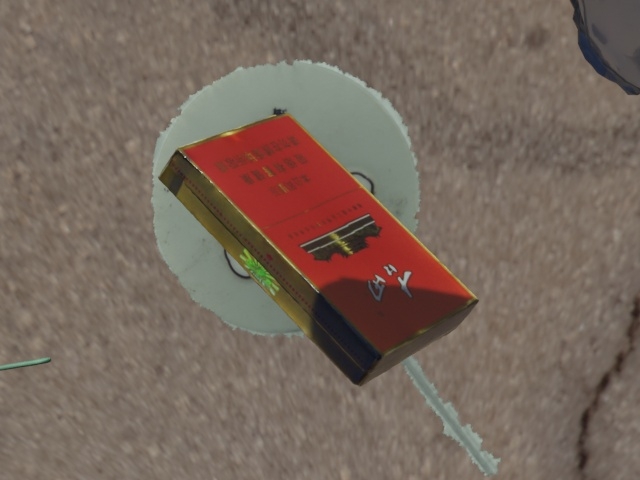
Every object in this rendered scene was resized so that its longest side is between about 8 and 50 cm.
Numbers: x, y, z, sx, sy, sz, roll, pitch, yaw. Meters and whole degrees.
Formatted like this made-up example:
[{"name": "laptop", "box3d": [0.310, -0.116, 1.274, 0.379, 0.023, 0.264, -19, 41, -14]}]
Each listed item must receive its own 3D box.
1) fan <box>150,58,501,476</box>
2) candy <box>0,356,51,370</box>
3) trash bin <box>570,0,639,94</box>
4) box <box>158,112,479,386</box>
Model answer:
[{"name": "fan", "box3d": [0.015, 0.025, 1.080, 0.191, 0.009, 0.329, -37, 81, 9]}, {"name": "candy", "box3d": [-0.214, 0.084, 1.045, 0.083, 0.023, 0.025, -9, 116, 0]}, {"name": "trash bin", "box3d": [0.154, -0.185, 0.231, 0.256, 0.367, 0.296, -10, 78, -11]}, {"name": "box", "box3d": [0.000, 0.000, 0.728, 0.133, 0.023, 0.090, 46, 35, 16]}]
